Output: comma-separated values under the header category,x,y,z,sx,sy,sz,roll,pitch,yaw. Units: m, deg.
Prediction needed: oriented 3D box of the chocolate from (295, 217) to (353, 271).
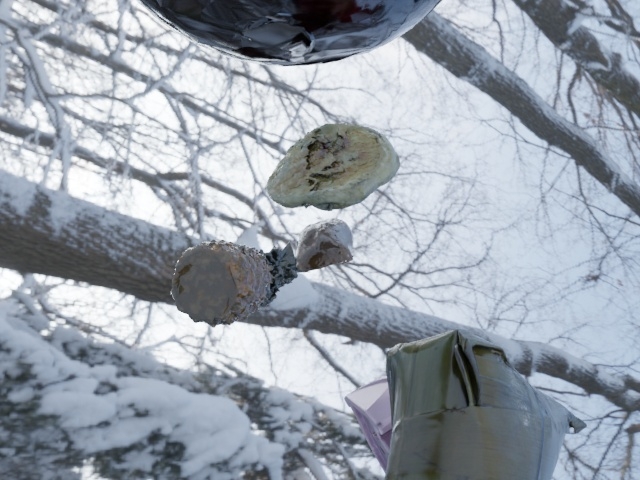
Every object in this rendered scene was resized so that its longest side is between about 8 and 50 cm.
category,x,y,z,sx,sy,sz,roll,pitch,yaw
chocolate,0.000,0.000,0.634,0.064,0.101,0.031,-16,-73,9

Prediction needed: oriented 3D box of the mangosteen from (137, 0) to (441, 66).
category,x,y,z,sx,sy,sz,roll,pitch,yaw
mangosteen,-0.034,-0.295,0.426,0.306,0.306,0.360,-48,-129,23

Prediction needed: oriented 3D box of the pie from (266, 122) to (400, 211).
category,x,y,z,sx,sy,sz,roll,pitch,yaw
pie,0.022,-0.179,1.475,0.339,0.077,0.339,-15,-142,12

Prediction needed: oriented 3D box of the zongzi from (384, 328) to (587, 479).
category,x,y,z,sx,sy,sz,roll,pitch,yaw
zongzi,0.168,0.243,0.561,0.123,0.289,0.260,-19,-132,41

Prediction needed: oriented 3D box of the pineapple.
category,x,y,z,sx,sy,sz,roll,pitch,yaw
pineapple,-0.139,0.072,1.190,0.169,0.340,0.169,1,-88,21

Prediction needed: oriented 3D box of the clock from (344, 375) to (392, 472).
category,x,y,z,sx,sy,sz,roll,pitch,yaw
clock,0.153,0.348,0.926,0.080,0.290,0.275,-28,-93,-10
